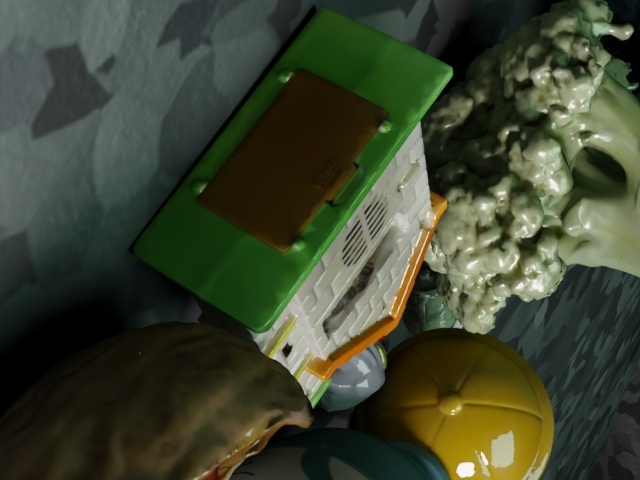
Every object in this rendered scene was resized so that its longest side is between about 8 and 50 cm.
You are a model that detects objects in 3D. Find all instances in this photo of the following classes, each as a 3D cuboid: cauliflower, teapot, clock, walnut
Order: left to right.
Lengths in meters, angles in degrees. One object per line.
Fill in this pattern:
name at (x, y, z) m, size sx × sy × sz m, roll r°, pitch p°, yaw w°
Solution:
walnut at (-0.114, 0.128, 0.613) m, size 0.204 × 0.141 × 0.238 m, roll -43°, pitch -164°, yaw 7°
clock at (0.000, 0.000, 0.785) m, size 0.219 × 0.106 × 0.255 m, roll -54°, pitch 158°, yaw -17°
teapot at (0.111, 0.060, 1.108) m, size 0.083 × 0.057 × 0.067 m, roll 77°, pitch 19°, yaw -44°
cauliflower at (0.206, -0.049, 0.931) m, size 0.261 × 0.281 × 0.326 m, roll -12°, pitch 122°, yaw -29°

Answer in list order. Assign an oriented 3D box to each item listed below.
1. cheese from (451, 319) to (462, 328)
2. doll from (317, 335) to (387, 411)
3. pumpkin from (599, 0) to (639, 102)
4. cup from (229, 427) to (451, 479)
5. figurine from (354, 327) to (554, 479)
cheese at (0.137, 0.148, 1.265) m, size 0.162 × 0.036 × 0.086 m, roll -61°, pitch 157°, yaw -4°
doll at (0.030, 0.110, 0.982) m, size 0.094 × 0.079 × 0.180 m, roll -70°, pitch 166°, yaw 14°
pumpkin at (0.401, -0.262, 1.145) m, size 0.315 × 0.238 × 0.315 m, roll -33°, pitch 160°, yaw -14°
cup at (-0.039, 0.300, 0.897) m, size 0.290 × 0.219 × 0.258 m, roll -42°, pitch 168°, yaw 31°
figurine at (0.112, 0.198, 1.058) m, size 0.167 × 0.192 × 0.257 m, roll -14°, pitch 159°, yaw -28°
